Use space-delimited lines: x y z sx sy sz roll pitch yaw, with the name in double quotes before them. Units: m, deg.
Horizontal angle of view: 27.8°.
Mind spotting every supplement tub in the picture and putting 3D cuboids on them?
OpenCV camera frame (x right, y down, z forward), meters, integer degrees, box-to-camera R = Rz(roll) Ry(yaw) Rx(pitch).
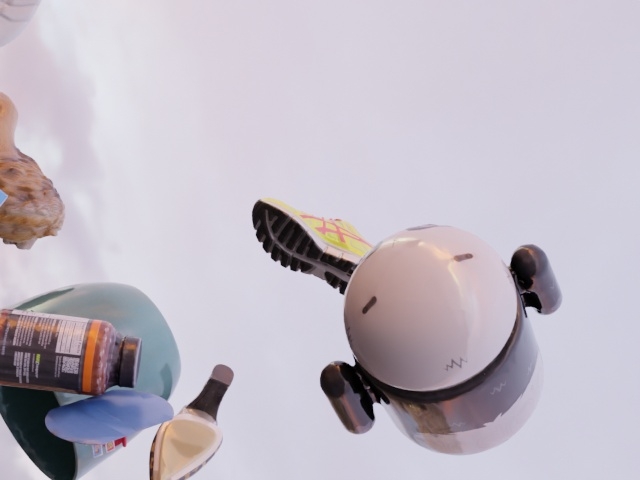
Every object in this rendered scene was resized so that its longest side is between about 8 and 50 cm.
"supplement tub" -0.344 0.154 1.750 0.106 0.198 0.106 -172 -90 -87

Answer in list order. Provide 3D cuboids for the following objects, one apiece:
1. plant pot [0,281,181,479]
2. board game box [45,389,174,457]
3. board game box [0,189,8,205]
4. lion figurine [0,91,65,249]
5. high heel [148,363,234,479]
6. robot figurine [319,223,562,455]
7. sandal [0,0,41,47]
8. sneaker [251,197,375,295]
"plant pot" -0.362 0.198 2.023 0.293 0.235 0.293 36 -40 37
"board game box" -0.280 0.246 1.718 0.133 0.169 0.033 18 -66 44
"board game box" -0.574 -0.036 1.485 0.302 0.308 0.086 43 -34 -17
"lion figurine" -0.573 -0.161 2.213 0.142 0.240 0.392 108 -27 -57
"high heel" -0.216 0.330 1.988 0.186 0.093 0.261 -60 180 41
"robot figurine" 0.122 0.101 1.261 0.174 0.209 0.278 13 -26 27
"sandal" -0.523 -0.500 2.081 0.102 0.169 0.416 170 -74 -65
"sneaker" 0.000 0.000 1.799 0.081 0.208 0.094 -55 -178 41
